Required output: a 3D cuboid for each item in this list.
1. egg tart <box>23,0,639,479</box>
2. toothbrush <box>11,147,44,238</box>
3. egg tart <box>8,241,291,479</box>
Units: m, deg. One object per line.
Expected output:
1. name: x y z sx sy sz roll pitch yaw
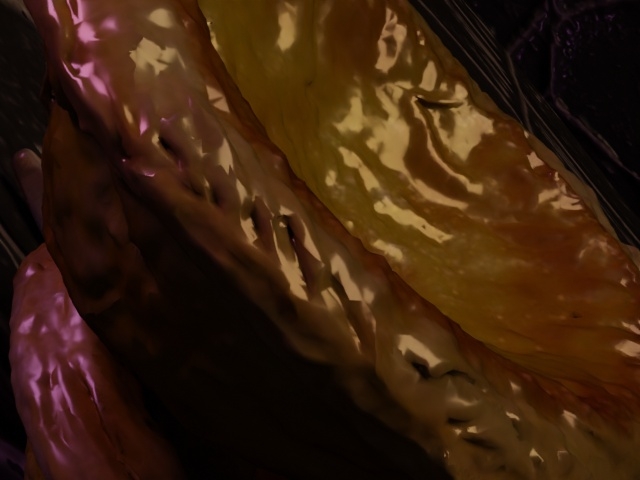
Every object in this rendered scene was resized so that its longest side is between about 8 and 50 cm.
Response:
1. egg tart: 0.000 0.000 0.547 0.319 0.128 0.319 39 23 -21
2. toothbrush: -0.046 0.107 0.735 0.375 0.028 0.037 54 13 5
3. egg tart: -0.030 0.120 0.609 0.295 0.116 0.295 39 22 -19
